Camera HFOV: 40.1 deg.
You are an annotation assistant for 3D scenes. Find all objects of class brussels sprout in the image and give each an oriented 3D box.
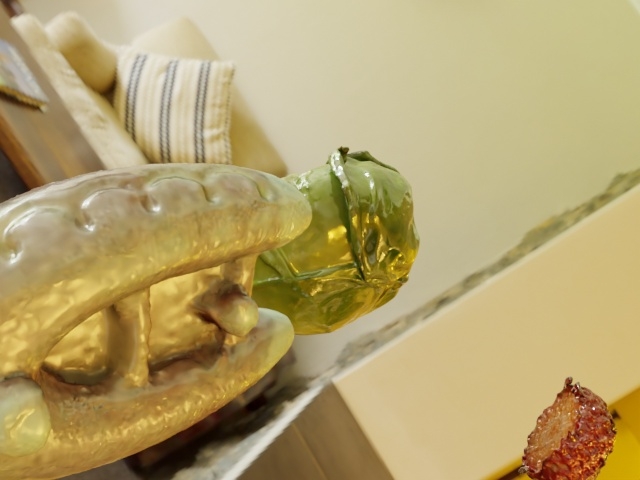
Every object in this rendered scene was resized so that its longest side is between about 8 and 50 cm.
[{"bbox_3d":[0.002,0.001,1.176,0.294,0.259,0.227,81,-7,-65],"label":"brussels sprout"}]

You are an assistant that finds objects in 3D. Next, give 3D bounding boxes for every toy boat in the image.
[{"bbox_3d":[-0.091,0.045,0.427,0.227,0.155,0.085,-14,37,-39],"label":"toy boat"}]

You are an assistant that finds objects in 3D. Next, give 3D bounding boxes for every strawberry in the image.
[{"bbox_3d":[0.315,0.251,1.099,0.086,0.145,0.145,30,4,8],"label":"strawberry"}]
